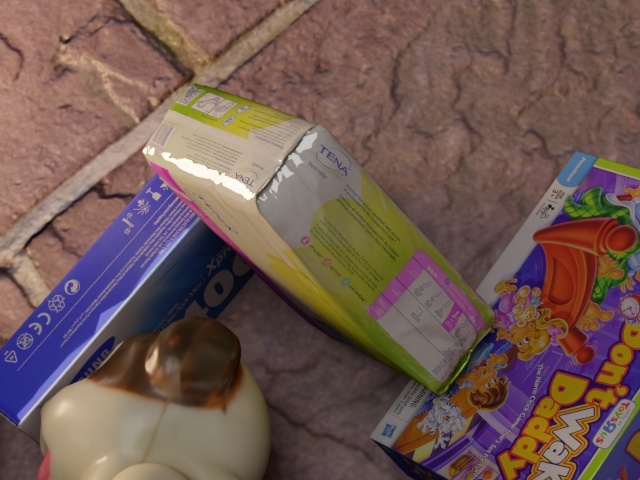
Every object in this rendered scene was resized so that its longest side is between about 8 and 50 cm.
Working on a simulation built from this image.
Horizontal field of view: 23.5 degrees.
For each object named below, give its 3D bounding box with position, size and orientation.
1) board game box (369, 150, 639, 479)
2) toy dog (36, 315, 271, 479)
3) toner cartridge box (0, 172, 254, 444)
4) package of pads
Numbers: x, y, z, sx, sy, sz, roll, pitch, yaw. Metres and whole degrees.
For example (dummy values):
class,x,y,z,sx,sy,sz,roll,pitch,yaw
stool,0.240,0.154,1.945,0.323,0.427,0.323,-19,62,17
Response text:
class,x,y,z,sx,sy,sz,roll,pitch,yaw
board game box,0.236,0.097,1.385,0.233,0.078,0.347,22,70,48
toy dog,-0.113,0.266,1.334,0.395,0.284,0.408,-15,61,-8
toner cartridge box,-0.173,0.056,1.510,0.075,0.165,0.348,35,78,26
package of pads,0.000,0.000,1.378,0.101,0.296,0.229,-51,34,-10
